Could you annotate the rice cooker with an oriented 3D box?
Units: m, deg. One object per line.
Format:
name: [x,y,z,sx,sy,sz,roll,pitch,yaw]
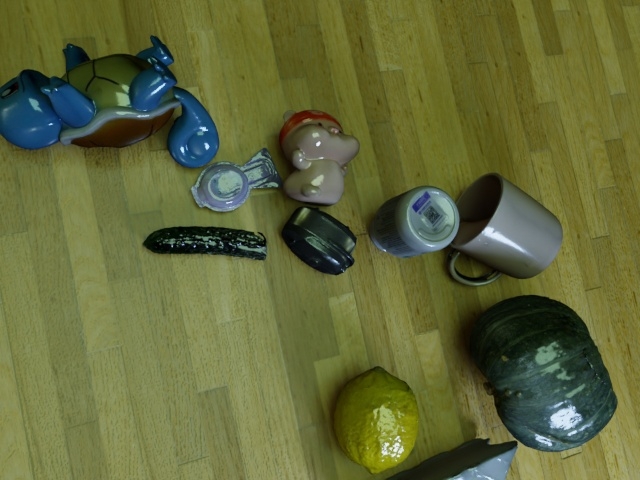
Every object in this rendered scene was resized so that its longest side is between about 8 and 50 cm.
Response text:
rice cooker: [0.000,0.000,1.269,0.165,0.112,0.106,29,68,-14]

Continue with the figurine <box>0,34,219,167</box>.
figurine: [-0.387,-0.274,1.138,0.416,0.243,0.298,5,37,-21]

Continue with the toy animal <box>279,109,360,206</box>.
toy animal: [-0.008,-0.175,1.272,0.171,0.171,0.198,2,85,-19]

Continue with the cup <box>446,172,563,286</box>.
cup: [0.409,0.002,1.386,0.200,0.191,0.253,29,103,-16]

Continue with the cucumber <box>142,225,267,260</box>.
cucumber: [-0.231,0.001,1.216,0.245,0.067,0.067,6,80,-16]

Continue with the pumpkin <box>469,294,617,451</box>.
pumpkin: [0.480,0.284,1.310,0.257,0.291,0.328,-23,102,6]

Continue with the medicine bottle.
medicine bottle: [0.187,-0.032,1.282,0.135,0.215,0.135,3,81,-18]

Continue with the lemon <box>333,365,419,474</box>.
lemon: [0.116,0.365,1.223,0.180,0.180,0.193,-9,64,-20]

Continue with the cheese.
cheese: [-0.178,-0.124,1.263,0.191,0.042,0.105,-26,93,-23]

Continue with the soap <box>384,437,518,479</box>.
soap: [0.230,0.500,1.256,0.257,0.159,0.302,31,72,-10]
